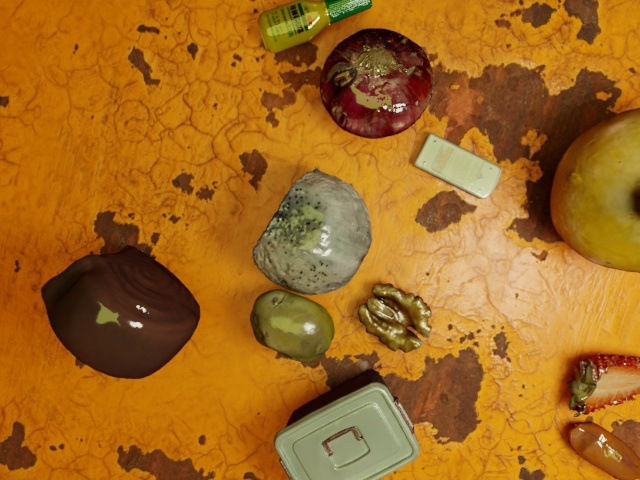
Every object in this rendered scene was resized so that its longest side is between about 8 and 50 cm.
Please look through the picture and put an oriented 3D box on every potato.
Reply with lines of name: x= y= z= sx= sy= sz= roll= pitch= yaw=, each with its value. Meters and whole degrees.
potato: x=-0.066 y=0.194 z=1.094 sx=0.201 sy=0.154 sz=0.136 roll=23 pitch=74 yaw=4

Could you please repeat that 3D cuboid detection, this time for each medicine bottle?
medicine bottle: x=-0.012 y=-0.510 z=1.090 sx=0.261 sy=0.064 sz=0.094 roll=-17 pitch=92 yaw=5

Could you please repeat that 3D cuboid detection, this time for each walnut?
walnut: x=0.176 y=0.175 z=1.112 sx=0.170 sy=0.069 sz=0.143 roll=37 pitch=97 yaw=3

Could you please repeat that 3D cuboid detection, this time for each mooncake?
mooncake: x=-0.413 y=0.135 z=1.040 sx=0.174 sy=0.326 sz=0.333 roll=-45 pitch=57 yaw=8

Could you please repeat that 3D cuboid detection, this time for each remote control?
remote control: x=0.316 y=-0.168 z=1.100 sx=0.190 sy=0.029 sz=0.087 roll=26 pitch=95 yaw=3

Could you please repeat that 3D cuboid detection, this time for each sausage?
sausage: x=0.643 y=0.476 z=1.090 sx=0.179 sy=0.089 sz=0.089 roll=36 pitch=95 yaw=5

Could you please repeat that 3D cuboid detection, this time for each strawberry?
strawberry: x=0.650 y=0.317 z=1.086 sx=0.208 sy=0.087 sz=0.167 roll=6 pitch=115 yaw=-21

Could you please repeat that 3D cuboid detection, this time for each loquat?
loquat: x=0.620 y=-0.089 z=0.928 sx=0.329 sy=0.359 sz=0.328 roll=7 pitch=106 yaw=24

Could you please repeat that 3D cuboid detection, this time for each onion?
onion: x=0.117 y=-0.333 z=1.029 sx=0.247 sy=0.190 sz=0.246 roll=2 pitch=73 yaw=-7

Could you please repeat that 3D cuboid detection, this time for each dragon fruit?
dragon fruit: x=0.000 y=0.000 z=1.045 sx=0.204 sy=0.221 sz=0.282 roll=31 pitch=93 yaw=8

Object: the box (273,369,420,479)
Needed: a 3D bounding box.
box: x=0.059 y=0.432 z=1.087 sx=0.294 sy=0.167 sz=0.193 roll=-29 pitch=92 yaw=5
